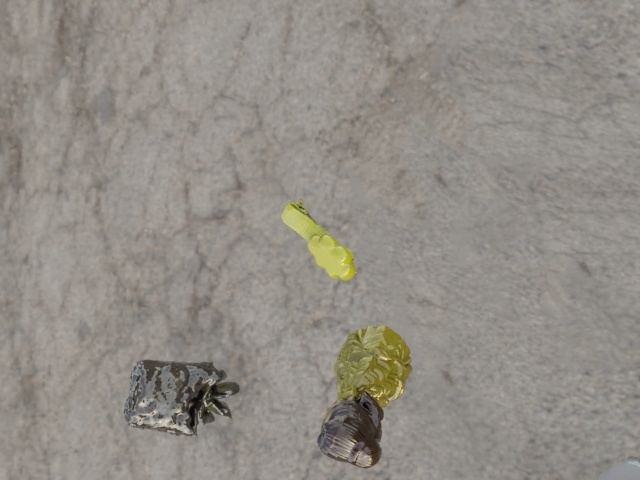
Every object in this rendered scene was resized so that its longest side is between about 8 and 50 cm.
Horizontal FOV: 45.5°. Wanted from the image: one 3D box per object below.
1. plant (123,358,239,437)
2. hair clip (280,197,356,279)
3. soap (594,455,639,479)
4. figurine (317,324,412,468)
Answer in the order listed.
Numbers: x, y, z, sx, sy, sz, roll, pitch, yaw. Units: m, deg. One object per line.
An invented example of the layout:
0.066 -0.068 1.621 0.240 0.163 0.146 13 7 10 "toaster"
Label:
-0.348 0.401 1.933 0.199 0.276 0.188 155 121 -61 "plant"
0.000 0.000 1.330 0.173 0.046 0.072 51 139 18 "hair clip"
0.416 0.497 0.900 0.350 0.435 0.213 18 131 44 "soap"
0.070 0.320 1.527 0.187 0.315 0.168 -39 94 27 "figurine"
